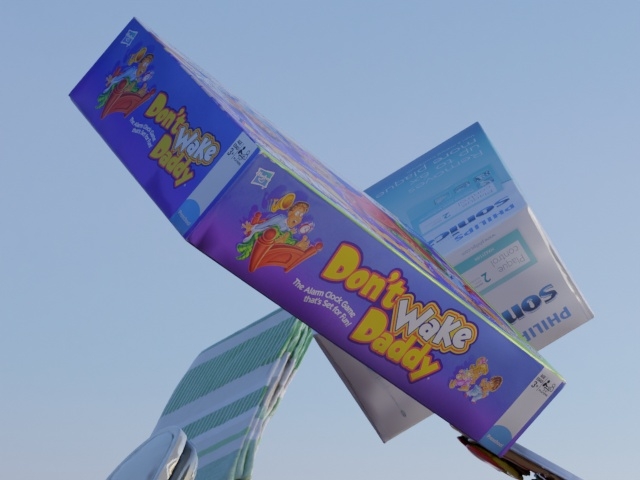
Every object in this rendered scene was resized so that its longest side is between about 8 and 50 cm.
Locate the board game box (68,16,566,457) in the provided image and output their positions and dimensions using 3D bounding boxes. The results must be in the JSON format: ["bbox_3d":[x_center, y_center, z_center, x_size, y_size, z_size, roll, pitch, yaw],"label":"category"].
[{"bbox_3d":[0.000,0.000,1.406,0.347,0.078,0.233,36,7,-38],"label":"board game box"}]

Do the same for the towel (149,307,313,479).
[{"bbox_3d":[-0.125,0.217,2.338,0.248,0.325,0.038,-28,-64,37],"label":"towel"}]

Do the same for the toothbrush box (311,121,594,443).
[{"bbox_3d":[0.103,0.030,1.757,0.216,0.126,0.295,-31,18,7],"label":"toothbrush box"}]

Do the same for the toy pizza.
[{"bbox_3d":[0.200,0.219,1.836,0.201,0.032,0.201,29,-4,2],"label":"toy pizza"}]

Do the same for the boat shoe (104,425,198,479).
[{"bbox_3d":[-0.182,0.320,1.744,0.099,0.319,0.116,37,-26,-23],"label":"boat shoe"}]
